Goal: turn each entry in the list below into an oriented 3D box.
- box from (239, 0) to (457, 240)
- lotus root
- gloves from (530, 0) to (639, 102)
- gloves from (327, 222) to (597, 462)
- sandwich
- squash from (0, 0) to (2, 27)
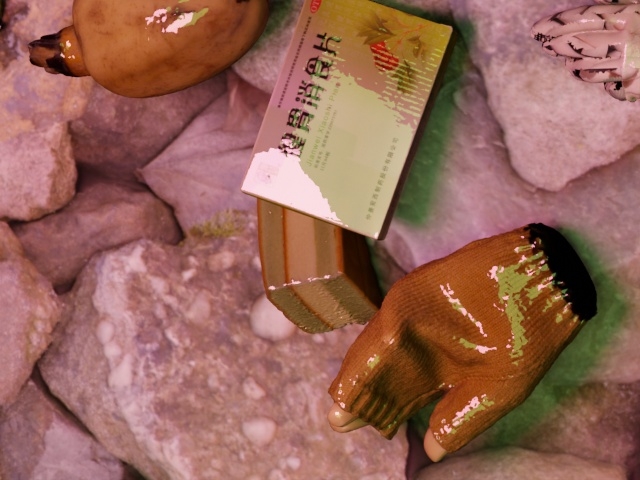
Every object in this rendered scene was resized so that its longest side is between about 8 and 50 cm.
[{"bbox_3d":[0.033,-0.149,1.837,0.175,0.062,0.260,20,94,10],"label":"box"},{"bbox_3d":[-0.205,-0.256,1.856,0.310,0.183,0.183,-22,98,22],"label":"lotus root"},{"bbox_3d":[0.337,-0.217,1.746,0.212,0.111,0.127,6,112,6],"label":"gloves"},{"bbox_3d":[0.158,0.123,1.864,0.356,0.155,0.203,-36,101,6],"label":"gloves"},{"bbox_3d":[0.000,0.000,1.952,0.117,0.144,0.187,-11,66,18],"label":"sandwich"},{"bbox_3d":[-0.507,-0.399,1.974,0.111,0.203,0.288,-45,55,23],"label":"squash"}]
